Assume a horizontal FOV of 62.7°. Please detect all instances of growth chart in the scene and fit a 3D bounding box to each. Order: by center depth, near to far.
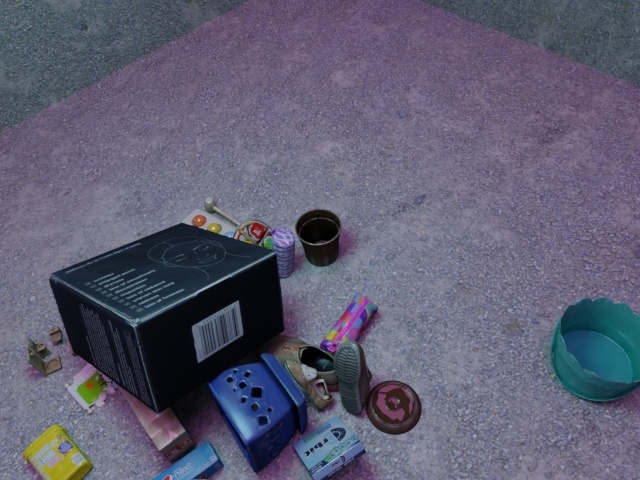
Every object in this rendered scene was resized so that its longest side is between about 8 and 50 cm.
[{"bbox_3d":[-0.725,0.442,1.747,0.172,0.021,0.237,24,59,22],"label":"growth chart"}]

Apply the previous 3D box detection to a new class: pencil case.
[{"bbox_3d":[0.094,0.287,1.723,0.105,0.104,0.236,24,57,23],"label":"pencil case"},{"bbox_3d":[-0.136,0.046,1.876,0.088,0.206,0.086,34,54,19],"label":"pencil case"}]

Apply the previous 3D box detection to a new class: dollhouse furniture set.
[{"bbox_3d":[-0.894,0.344,1.777,0.151,0.123,0.144,-24,54,-12],"label":"dollhouse furniture set"}]

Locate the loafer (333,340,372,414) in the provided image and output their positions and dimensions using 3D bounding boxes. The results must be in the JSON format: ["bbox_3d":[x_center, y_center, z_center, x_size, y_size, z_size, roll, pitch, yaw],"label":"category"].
[{"bbox_3d":[0.101,0.395,1.563,0.095,0.251,0.087,15,31,32],"label":"loafer"}]

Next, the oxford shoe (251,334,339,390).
[{"bbox_3d":[-0.078,0.354,1.669,0.349,0.130,0.123,16,56,18],"label":"oxford shoe"}]

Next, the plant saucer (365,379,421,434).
[{"bbox_3d":[0.221,0.497,1.587,0.169,0.029,0.168,-3,52,3],"label":"plant saucer"}]

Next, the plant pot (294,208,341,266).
[{"bbox_3d":[0.000,0.000,1.916,0.167,0.165,0.166,-4,51,5],"label":"plant pot"}]

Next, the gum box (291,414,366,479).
[{"bbox_3d":[0.019,0.580,1.469,0.157,0.041,0.184,-28,14,-15],"label":"gum box"}]

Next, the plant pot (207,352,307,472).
[{"bbox_3d":[-0.168,0.483,1.521,0.212,0.235,0.236,-28,53,-22],"label":"plant pot"}]

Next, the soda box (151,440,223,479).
[{"bbox_3d":[-0.388,0.670,1.497,0.210,0.067,0.071,-32,55,-18],"label":"soda box"}]

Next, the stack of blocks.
[{"bbox_3d":[-0.491,0.510,1.570,0.087,0.171,0.297,-36,57,-20],"label":"stack of blocks"}]

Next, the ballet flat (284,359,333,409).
[{"bbox_3d":[-0.028,0.420,1.574,0.067,0.206,0.073,-29,27,10],"label":"ballet flat"}]

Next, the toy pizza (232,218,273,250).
[{"bbox_3d":[-0.234,0.020,1.920,0.032,0.201,0.201,-5,40,50],"label":"toy pizza"}]

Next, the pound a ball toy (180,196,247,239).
[{"bbox_3d":[-0.389,-0.051,2.020,0.319,0.135,0.208,28,60,24],"label":"pound a ball toy"}]

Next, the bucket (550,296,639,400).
[{"bbox_3d":[0.825,0.328,1.551,0.282,0.183,0.281,-4,51,5],"label":"bucket"}]

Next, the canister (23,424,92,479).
[{"bbox_3d":[-0.776,0.650,1.556,0.170,0.073,0.126,33,62,26],"label":"canister"}]

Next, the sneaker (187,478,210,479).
[{"bbox_3d":[-0.296,0.682,1.373,0.282,0.115,0.105,18,40,-38],"label":"sneaker"}]

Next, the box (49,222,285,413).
[{"bbox_3d":[-0.445,0.188,1.576,0.472,0.297,0.480,17,32,38],"label":"box"}]
